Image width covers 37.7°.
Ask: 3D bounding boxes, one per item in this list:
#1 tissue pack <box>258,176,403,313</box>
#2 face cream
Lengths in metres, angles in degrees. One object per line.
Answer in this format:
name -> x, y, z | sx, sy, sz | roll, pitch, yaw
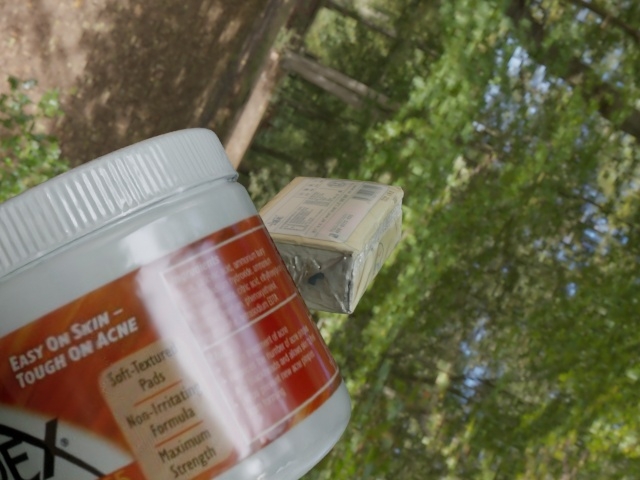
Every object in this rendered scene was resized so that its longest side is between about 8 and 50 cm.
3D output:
tissue pack -> 0.000, 0.000, 1.069 | 0.196, 0.148, 0.092 | -47, 141, -59
face cream -> -0.106, 0.063, 0.531 | 0.201, 0.187, 0.201 | -27, -179, 1
